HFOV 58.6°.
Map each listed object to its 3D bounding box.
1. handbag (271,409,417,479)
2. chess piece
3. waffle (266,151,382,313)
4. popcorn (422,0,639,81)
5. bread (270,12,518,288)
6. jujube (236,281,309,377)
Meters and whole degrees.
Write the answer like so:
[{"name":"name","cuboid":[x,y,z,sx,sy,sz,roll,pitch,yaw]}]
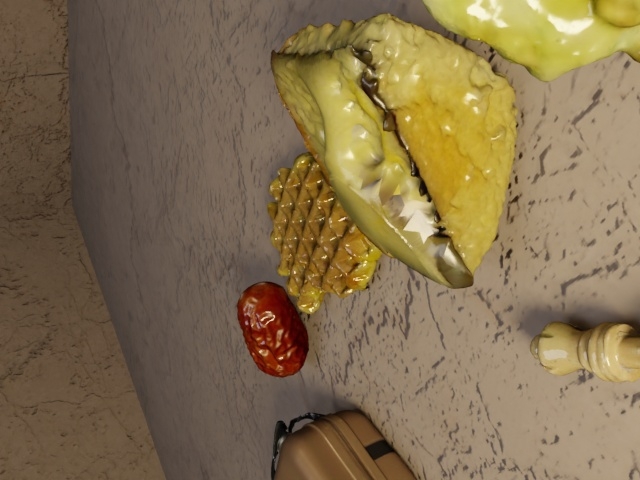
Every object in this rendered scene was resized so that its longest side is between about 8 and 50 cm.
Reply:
[{"name":"handbag","cuboid":[0.010,0.394,0.883,0.283,0.149,0.302,46,140,37]},{"name":"chess piece","cuboid":[0.243,0.091,0.461,0.172,0.060,0.060,-15,89,62]},{"name":"waffle","cuboid":[-0.001,0.000,0.826,0.253,0.056,0.249,23,121,53]},{"name":"popcorn","cuboid":[0.137,-0.236,0.294,0.293,0.293,0.237,55,-175,32]},{"name":"bread","cuboid":[0.074,-0.101,0.563,0.204,0.162,0.262,18,140,54]},{"name":"jujube","cuboid":[-0.077,0.145,0.947,0.112,0.109,0.176,15,134,35]}]
